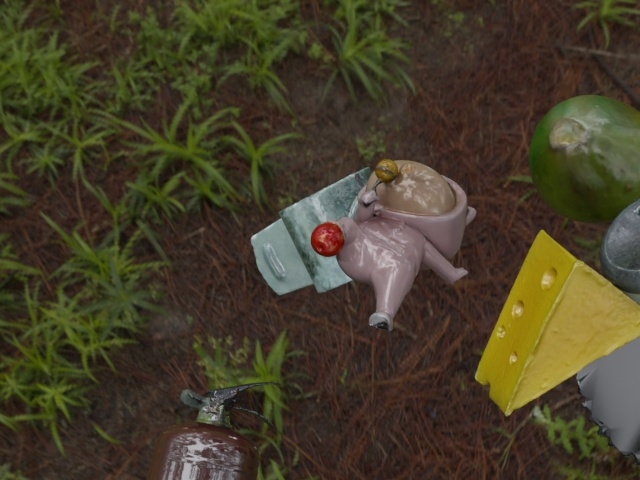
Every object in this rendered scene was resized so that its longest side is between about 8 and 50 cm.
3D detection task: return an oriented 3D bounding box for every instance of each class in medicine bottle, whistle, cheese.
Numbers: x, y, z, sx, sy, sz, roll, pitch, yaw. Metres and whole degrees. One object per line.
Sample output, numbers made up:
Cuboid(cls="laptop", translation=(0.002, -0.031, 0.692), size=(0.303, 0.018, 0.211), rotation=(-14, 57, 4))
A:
Cuboid(cls="medicine bottle", translation=(0.449, 0.079, 1.019), size=(0.141, 0.293, 0.141), rotation=(-34, 28, 21))
Cuboid(cls="whistle", translation=(0.017, -0.009, 1.682), size=(0.188, 0.404, 0.168), rotation=(-27, 92, -23))
Cuboid(cls="cheese", translation=(0.232, 0.099, 0.929), size=(0.171, 0.126, 0.093), rotation=(-52, 24, 7))

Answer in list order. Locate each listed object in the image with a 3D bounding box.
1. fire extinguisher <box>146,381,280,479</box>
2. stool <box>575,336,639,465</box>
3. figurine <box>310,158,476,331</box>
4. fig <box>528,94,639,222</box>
Cuboid(cls="fire extinguisher", translation=(-0.126, 0.303, 0.931), size=(0.135, 0.114, 0.337), rotation=(20, 72, -30))
Cuboid(cls="stool", translation=(0.595, 0.245, 1.448), size=(0.297, 0.330, 0.297), rotation=(-11, 66, 25))
Cuboid(cls="figurine", translation=(0.111, -0.015, 1.212), size=(0.176, 0.186, 0.287), rotation=(25, 39, 25))
Cuboid(cls="fig", translation=(0.378, -0.117, 1.252), size=(0.181, 0.191, 0.181), rotation=(-12, 72, 38))
